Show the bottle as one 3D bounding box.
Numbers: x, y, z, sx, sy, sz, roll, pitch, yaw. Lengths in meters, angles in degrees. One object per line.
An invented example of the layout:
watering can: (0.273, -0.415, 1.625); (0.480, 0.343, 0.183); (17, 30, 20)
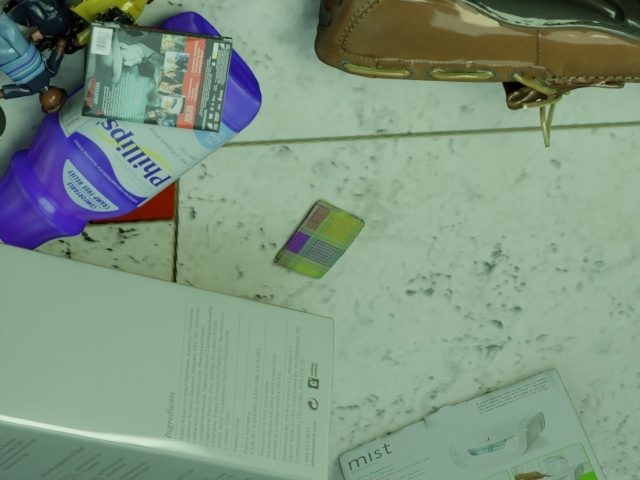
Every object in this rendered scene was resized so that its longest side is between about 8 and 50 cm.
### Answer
bottle: (-0.190, -0.082, 1.627); (0.283, 0.092, 0.118); (-35, 121, 13)

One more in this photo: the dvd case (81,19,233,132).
dvd case: (-0.139, -0.138, 1.541); (0.119, 0.013, 0.087); (5, 117, -9)

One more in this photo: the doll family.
doll family: (-0.212, -0.187, 1.560); (0.193, 0.076, 0.111); (-28, 133, 13)

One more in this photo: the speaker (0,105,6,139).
speaker: (-0.317, -0.074, 1.593); (0.055, 0.055, 0.136); (10, 149, -21)

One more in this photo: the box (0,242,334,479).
box: (-0.188, 0.145, 1.704); (0.345, 0.168, 0.215); (14, 154, -24)

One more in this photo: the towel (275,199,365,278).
towel: (0.000, 0.000, 1.794); (0.060, 0.009, 0.083); (22, 119, -29)

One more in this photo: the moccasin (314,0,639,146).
moccasin: (0.184, -0.176, 1.627); (0.380, 0.139, 0.147); (1, 133, -18)

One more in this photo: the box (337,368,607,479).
box: (0.175, 0.290, 1.920); (0.262, 0.231, 0.127); (-23, 128, 3)
